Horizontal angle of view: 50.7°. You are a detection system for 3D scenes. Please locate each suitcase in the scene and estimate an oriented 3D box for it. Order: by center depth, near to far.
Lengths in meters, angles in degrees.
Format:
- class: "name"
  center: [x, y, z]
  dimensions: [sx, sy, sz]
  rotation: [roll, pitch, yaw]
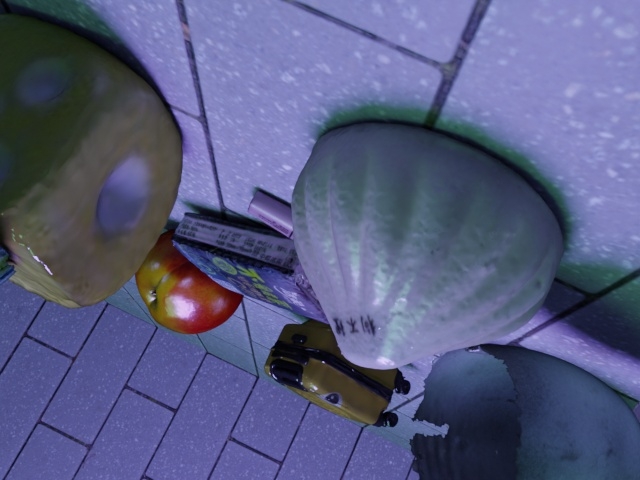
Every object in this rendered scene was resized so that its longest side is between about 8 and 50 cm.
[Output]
- class: "suitcase"
  center: [0.030, 0.242, 1.273]
  dimensions: [0.234, 0.143, 0.193]
  rotation: [37, 160, -30]

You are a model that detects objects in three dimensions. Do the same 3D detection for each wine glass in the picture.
- class: "wine glass"
  center: [0.270, 0.218, 0.716]
  dimensions: [0.356, 0.191, 0.190]
  rotation: [12, 168, -24]

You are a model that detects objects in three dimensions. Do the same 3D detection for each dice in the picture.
- class: "dice"
  center: [-0.304, -0.081, 0.728]
  dimensions: [0.233, 0.227, 0.238]
  rotation: [21, 159, 14]

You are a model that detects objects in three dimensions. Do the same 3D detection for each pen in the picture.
- class: "pen"
  center: [0.000, 0.000, 0.844]
  dimensions: [0.197, 0.032, 0.053]
  rotation: [29, 161, -2]

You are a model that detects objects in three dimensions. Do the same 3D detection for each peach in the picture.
- class: "peach"
  center: [-0.219, 0.065, 1.182]
  dimensions: [0.190, 0.192, 0.190]
  rotation: [20, 123, 34]

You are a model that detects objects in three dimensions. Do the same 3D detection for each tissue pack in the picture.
- class: "tissue pack"
  center: [-0.087, 0.040, 1.001]
  dimensions: [0.235, 0.073, 0.173]
  rotation: [13, 157, 33]

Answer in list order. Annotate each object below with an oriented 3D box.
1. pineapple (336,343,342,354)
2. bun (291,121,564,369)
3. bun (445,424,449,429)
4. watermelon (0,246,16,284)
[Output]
- class: "pineapple"
  center: [0.077, 0.146, 1.080]
  dimensions: [0.074, 0.074, 0.159]
  rotation: [28, 157, -3]
- class: "bun"
  center: [0.074, 0.034, 0.621]
  dimensions: [0.263, 0.175, 0.263]
  rotation: [23, 159, 9]
- class: "bun"
  center: [0.314, 0.279, 0.975]
  dimensions: [0.283, 0.179, 0.283]
  rotation: [44, 174, 6]
- class: "watermelon"
  center: [-0.361, 0.013, 0.620]
  dimensions: [0.139, 0.071, 0.187]
  rotation: [40, 156, -18]
